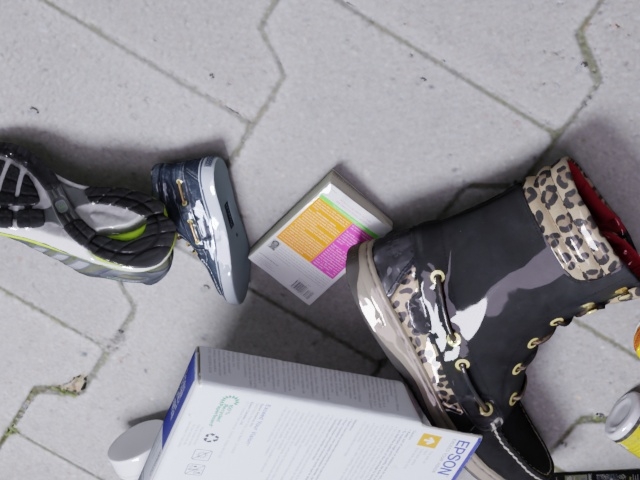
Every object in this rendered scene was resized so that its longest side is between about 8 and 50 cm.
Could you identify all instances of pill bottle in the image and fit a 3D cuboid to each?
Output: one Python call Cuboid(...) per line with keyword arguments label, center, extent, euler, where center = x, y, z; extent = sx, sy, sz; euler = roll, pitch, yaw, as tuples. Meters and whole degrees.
Cuboid(label="pill bottle", center=(0.397, 0.233, 1.700), extent=(0.116, 0.065, 0.065), euler=(34, 117, -10))
Cuboid(label="pill bottle", center=(-0.186, 0.322, 1.810), extent=(0.112, 0.112, 0.187), euler=(-18, 113, 17))

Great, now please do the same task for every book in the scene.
Cuboid(label="book", center=(0.000, 0.000, 1.658), extent=(0.096, 0.035, 0.144), euler=(39, 116, -17))

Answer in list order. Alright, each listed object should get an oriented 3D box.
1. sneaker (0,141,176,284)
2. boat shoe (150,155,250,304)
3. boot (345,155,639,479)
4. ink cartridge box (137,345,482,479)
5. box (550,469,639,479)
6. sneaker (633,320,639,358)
Cuboid(label="sneaker", center=(-0.300, -0.016, 1.650), extent=(0.300, 0.111, 0.121), euler=(22, 155, 13))
Cuboid(label="boat shoe", center=(-0.136, -0.011, 1.660), extent=(0.083, 0.065, 0.183), euler=(-2, 115, 19))
Cuboid(label="boot", center=(0.236, 0.101, 1.620), extent=(0.284, 0.138, 0.377), euler=(-29, 108, 20))
Cuboid(label="ink cartridge box", center=(-0.030, 0.269, 1.660), extent=(0.330, 0.071, 0.324), euler=(12, 132, -17))
Cuboid(label="box", center=(0.342, 0.355, 1.707), extent=(0.147, 0.180, 0.077), euler=(-4, 117, 11))
Cuboid(label="sneaker", center=(0.432, 0.089, 1.618), extent=(0.175, 0.067, 0.064), euler=(-35, 106, 22))
